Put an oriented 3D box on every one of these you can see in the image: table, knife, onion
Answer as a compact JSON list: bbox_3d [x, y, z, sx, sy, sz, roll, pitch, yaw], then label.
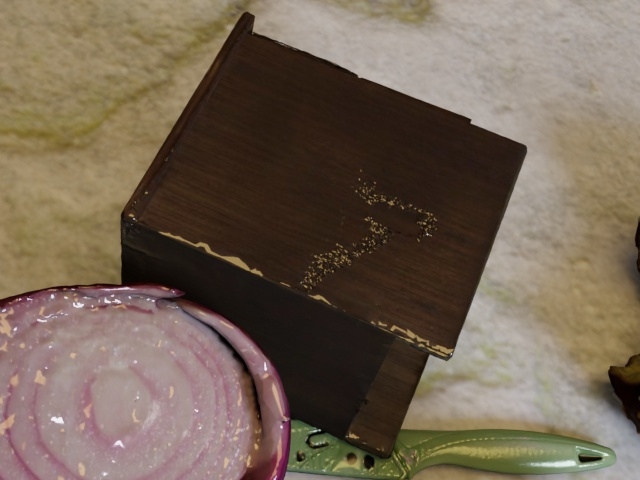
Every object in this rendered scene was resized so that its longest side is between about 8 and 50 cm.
[{"bbox_3d":[0.000,0.000,0.689,0.193,0.169,0.172,23,59,5],"label":"table"},{"bbox_3d":[0.059,0.141,0.725,0.293,0.020,0.043,6,59,-9],"label":"knife"},{"bbox_3d":[-0.129,0.112,0.606,0.207,0.200,0.200,-30,73,-25],"label":"onion"}]

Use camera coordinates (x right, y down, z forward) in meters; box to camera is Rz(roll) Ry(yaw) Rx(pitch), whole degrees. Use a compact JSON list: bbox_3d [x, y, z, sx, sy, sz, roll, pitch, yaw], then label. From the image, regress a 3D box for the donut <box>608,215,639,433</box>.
[{"bbox_3d":[0.307,0.069,0.775,0.216,0.096,0.230,7,62,-12],"label":"donut"}]
